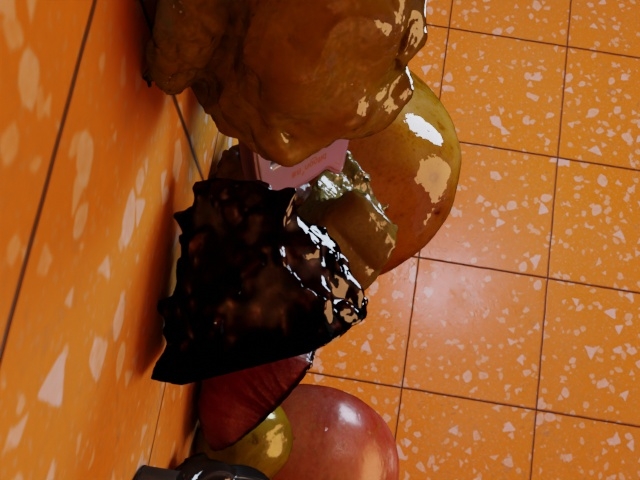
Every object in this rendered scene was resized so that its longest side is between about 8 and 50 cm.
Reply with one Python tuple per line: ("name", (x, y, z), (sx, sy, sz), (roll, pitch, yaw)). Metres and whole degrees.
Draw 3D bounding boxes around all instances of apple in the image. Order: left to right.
("apple", (-0.040, 0.447, 1.455), (0.364, 0.363, 0.364), (9, 90, -89))

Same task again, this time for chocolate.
("chocolate", (-0.077, 0.018, 0.807), (0.206, 0.224, 0.177), (-72, 148, -80))

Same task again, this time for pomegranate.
("pomegranate", (0.056, -0.139, 1.473), (0.416, 0.416, 0.417), (9, 90, -89))

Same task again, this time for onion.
("onion", (-0.124, 0.173, 1.167), (0.247, 0.111, 0.250), (-44, -159, 14))

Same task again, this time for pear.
("pear", (-0.121, 0.322, 1.251), (0.162, 0.148, 0.149), (-39, 152, -36))

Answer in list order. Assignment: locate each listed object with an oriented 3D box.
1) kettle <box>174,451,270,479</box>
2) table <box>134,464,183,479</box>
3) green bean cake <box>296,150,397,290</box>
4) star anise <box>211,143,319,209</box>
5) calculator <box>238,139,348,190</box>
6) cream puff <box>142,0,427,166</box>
("kettle", (-0.135, 0.433, 1.044), (0.268, 0.207, 0.291), (53, 33, -49))
("table", (-0.181, 0.309, 0.832), (0.133, 0.043, 0.134), (9, 90, -90))
("green bean cake", (0.000, 0.000, 1.129), (0.233, 0.124, 0.236), (-42, -159, 13))
("star anise", (-0.064, -0.127, 1.087), (0.237, 0.148, 0.347), (-53, -159, 39))
("calculator", (-0.023, -0.179, 0.836), (0.194, 0.043, 0.294), (-36, 140, -42))
("cream puff", (-0.053, -0.181, 0.596), (0.282, 0.185, 0.282), (47, -29, 36))
